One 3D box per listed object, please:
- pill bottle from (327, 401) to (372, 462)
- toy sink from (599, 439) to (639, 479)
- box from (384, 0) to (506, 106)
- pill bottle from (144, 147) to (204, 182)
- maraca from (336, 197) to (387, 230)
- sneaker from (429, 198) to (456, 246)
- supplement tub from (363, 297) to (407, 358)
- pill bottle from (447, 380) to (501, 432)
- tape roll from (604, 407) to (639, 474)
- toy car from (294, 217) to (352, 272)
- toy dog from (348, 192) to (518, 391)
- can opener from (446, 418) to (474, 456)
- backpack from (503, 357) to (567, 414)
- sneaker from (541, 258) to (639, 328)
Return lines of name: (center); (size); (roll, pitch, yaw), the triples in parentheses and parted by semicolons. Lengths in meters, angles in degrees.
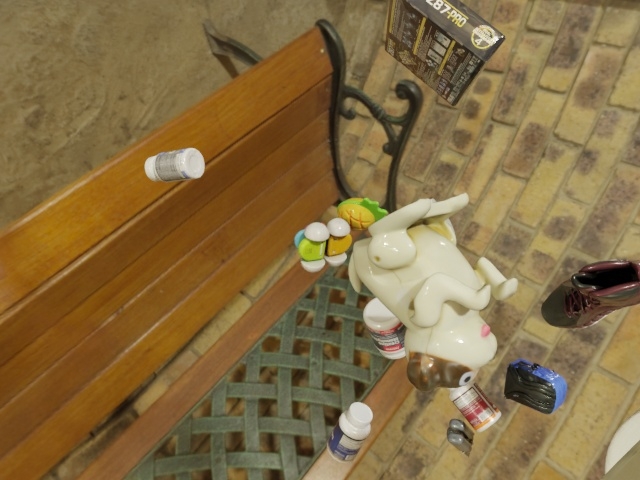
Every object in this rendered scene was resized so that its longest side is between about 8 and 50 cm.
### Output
pill bottle: (0.088, 0.551, 1.309); (0.094, 0.094, 0.169); (-13, 132, -49)
toy sink: (0.430, 0.330, 0.510); (0.234, 0.153, 0.131); (78, 22, -47)
box: (0.342, -0.580, 1.346); (0.097, 0.318, 0.395); (-51, 175, 4)
pill bottle: (-0.370, -0.188, 1.147); (0.078, 0.137, 0.078); (-3, 90, -65)
maraca: (0.129, -0.086, 1.435); (0.127, 0.186, 0.099); (39, 60, -27)
sneaker: (0.507, -0.067, 2.045); (0.321, 0.128, 0.126); (46, 41, -38)
supplement tub: (0.321, 0.405, 2.109); (0.191, 0.191, 0.272); (-44, 131, -24)
pill bottle: (0.415, 0.441, 1.252); (0.086, 0.152, 0.086); (-31, 157, -15)
tape roll: (0.732, 0.469, 0.801); (0.072, 0.392, 0.391); (0, 117, -42)
toy car: (0.000, 0.000, 1.408); (0.182, 0.136, 0.159); (-13, 127, -30)
toy dog: (0.245, 0.142, 1.058); (0.395, 0.407, 0.285); (-29, 168, 31)
can opener: (0.411, 0.597, 1.374); (0.283, 0.095, 0.075); (51, 50, -49)
backpack: (0.512, 0.338, 1.065); (0.101, 0.120, 0.097); (-12, 107, -34)
sneaker: (0.505, 0.094, 0.869); (0.163, 0.106, 0.281); (7, 150, -25)
